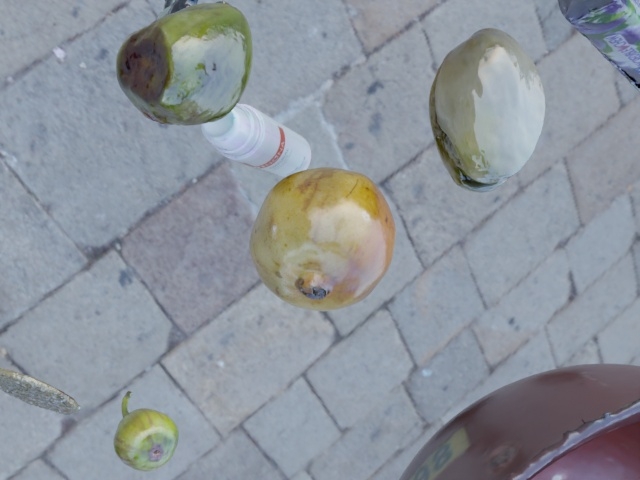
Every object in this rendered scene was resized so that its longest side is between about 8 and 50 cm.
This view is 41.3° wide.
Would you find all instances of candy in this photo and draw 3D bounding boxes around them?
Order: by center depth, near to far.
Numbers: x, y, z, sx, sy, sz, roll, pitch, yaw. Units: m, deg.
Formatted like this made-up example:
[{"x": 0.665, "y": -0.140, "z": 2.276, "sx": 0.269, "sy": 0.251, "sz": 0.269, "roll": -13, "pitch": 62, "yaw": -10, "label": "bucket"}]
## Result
[{"x": 0.288, "y": -0.205, "z": 0.793, "sx": 0.061, "sy": 0.088, "sz": 0.312, "roll": -22, "pitch": 163, "yaw": 30, "label": "candy"}]

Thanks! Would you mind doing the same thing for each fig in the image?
[{"x": -0.151, "y": -0.206, "z": 0.994, "sx": 0.166, "sy": 0.144, "sz": 0.154, "roll": -40, "pitch": 163, "yaw": -18, "label": "fig"}, {"x": -0.260, "y": 0.282, "z": 1.243, "sx": 0.093, "sy": 0.166, "sz": 0.093, "roll": 0, "pitch": 91, "yaw": -20, "label": "fig"}]

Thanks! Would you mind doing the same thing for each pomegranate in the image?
[{"x": 0.000, "y": 0.000, "z": 1.480, "sx": 0.264, "sy": 0.264, "sz": 0.264, "roll": -17, "pitch": 125, "yaw": -27, "label": "pomegranate"}]

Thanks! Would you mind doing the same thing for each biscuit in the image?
[{"x": -0.340, "y": 0.177, "z": 1.000, "sx": 0.120, "sy": 0.120, "sz": 0.015, "roll": 47, "pitch": 53, "yaw": -43, "label": "biscuit"}]

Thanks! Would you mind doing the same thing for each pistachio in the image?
[{"x": 0.291, "y": -0.229, "z": 1.488, "sx": 0.197, "sy": 0.166, "sz": 0.288, "roll": -1, "pitch": 84, "yaw": -2, "label": "pistachio"}]

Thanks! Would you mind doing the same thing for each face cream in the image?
[{"x": -0.115, "y": -0.182, "z": 1.552, "sx": 0.102, "sy": 0.102, "sz": 0.345, "roll": -58, "pitch": 163, "yaw": 7, "label": "face cream"}]

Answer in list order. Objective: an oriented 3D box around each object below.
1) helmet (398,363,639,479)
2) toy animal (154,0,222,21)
[{"x": 0.181, "y": 0.218, "z": 0.597, "sx": 0.338, "sy": 0.230, "sz": 0.385, "roll": 23, "pitch": 103, "yaw": -15, "label": "helmet"}, {"x": -0.223, "y": -0.342, "z": 1.373, "sx": 0.094, "sy": 0.225, "sz": 0.121, "roll": 35, "pitch": 80, "yaw": -26, "label": "toy animal"}]
